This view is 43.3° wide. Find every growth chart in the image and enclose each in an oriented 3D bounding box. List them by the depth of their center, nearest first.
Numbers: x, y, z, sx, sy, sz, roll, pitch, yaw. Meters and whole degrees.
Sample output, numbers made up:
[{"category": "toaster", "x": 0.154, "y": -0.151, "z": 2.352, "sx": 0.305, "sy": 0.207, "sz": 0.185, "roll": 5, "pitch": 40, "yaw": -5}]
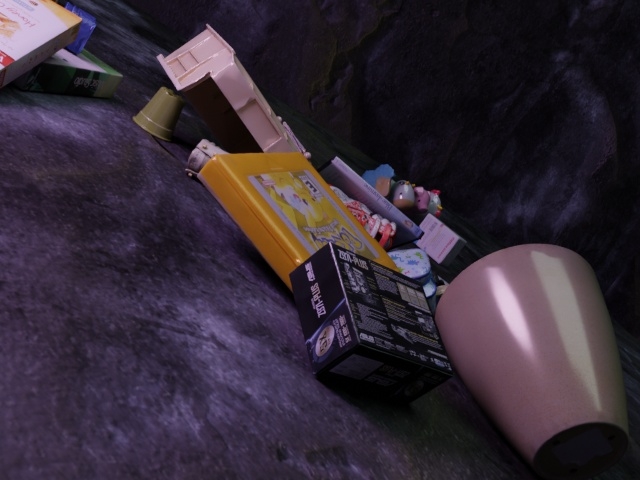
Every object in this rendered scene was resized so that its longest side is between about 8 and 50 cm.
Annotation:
[{"category": "growth chart", "x": -0.052, "y": -0.153, "z": 1.682, "sx": 0.021, "sy": 0.172, "sz": 0.237, "roll": -14, "pitch": 34, "yaw": -13}]

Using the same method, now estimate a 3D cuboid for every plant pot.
[{"category": "plant pot", "x": 0.317, "y": 0.187, "z": 1.137, "sx": 0.256, "sy": 0.256, "sz": 0.274, "roll": 28, "pitch": 29, "yaw": -26}, {"category": "plant pot", "x": -0.291, "y": -0.238, "z": 1.495, "sx": 0.083, "sy": 0.079, "sz": 0.083, "roll": 33, "pitch": 12, "yaw": -8}]

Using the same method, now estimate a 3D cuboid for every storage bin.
[{"category": "storage bin", "x": -0.167, "y": -0.246, "z": 1.536, "sx": 0.262, "sy": 0.123, "sz": 0.260, "roll": 55, "pitch": -1, "yaw": -32}]

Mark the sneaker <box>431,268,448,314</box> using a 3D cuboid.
[{"category": "sneaker", "x": 0.166, "y": 0.077, "z": 1.462, "sx": 0.152, "sy": 0.085, "sz": 0.058, "roll": 28, "pitch": 13, "yaw": -24}]

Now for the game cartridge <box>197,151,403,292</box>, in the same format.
[{"category": "game cartridge", "x": 0.000, "y": 0.000, "z": 1.197, "sx": 0.324, "sy": 0.053, "sz": 0.285, "roll": 48, "pitch": 22, "yaw": 11}]

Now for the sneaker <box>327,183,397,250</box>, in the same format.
[{"category": "sneaker", "x": 0.067, "y": -0.035, "z": 1.614, "sx": 0.145, "sy": 0.090, "sz": 0.270, "roll": 32, "pitch": 7, "yaw": 21}]

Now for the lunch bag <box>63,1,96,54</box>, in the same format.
[{"category": "lunch bag", "x": -0.434, "y": -0.373, "z": 1.403, "sx": 0.065, "sy": 0.067, "sz": 0.098, "roll": 30, "pitch": 11, "yaw": -25}]

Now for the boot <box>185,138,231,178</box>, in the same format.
[{"category": "boot", "x": -0.146, "y": -0.098, "z": 1.345, "sx": 0.165, "sy": 0.077, "sz": 0.213, "roll": 30, "pitch": 12, "yaw": -10}]

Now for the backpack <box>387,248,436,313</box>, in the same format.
[{"category": "backpack", "x": 0.143, "y": 0.072, "z": 1.358, "sx": 0.105, "sy": 0.084, "sz": 0.114, "roll": -7, "pitch": 41, "yaw": -6}]

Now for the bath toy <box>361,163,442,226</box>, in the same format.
[{"category": "bath toy", "x": 0.264, "y": -0.128, "z": 2.430, "sx": 0.348, "sy": 0.129, "sz": 0.151, "roll": 21, "pitch": 17, "yaw": -49}]

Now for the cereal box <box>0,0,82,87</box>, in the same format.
[{"category": "cereal box", "x": -0.478, "y": -0.313, "z": 1.165, "sx": 0.173, "sy": 0.047, "sz": 0.240, "roll": 31, "pitch": 33, "yaw": -5}]

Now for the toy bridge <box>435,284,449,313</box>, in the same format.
[{"category": "toy bridge", "x": 0.230, "y": 0.112, "z": 1.449, "sx": 0.188, "sy": 0.063, "sz": 0.026, "roll": 10, "pitch": 32, "yaw": -31}]

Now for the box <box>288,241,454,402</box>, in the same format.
[{"category": "box", "x": 0.062, "y": 0.103, "z": 0.988, "sx": 0.180, "sy": 0.077, "sz": 0.147, "roll": 23, "pitch": 39, "yaw": -41}]

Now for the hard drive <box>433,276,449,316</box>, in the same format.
[{"category": "hard drive", "x": 0.289, "y": 0.154, "z": 1.596, "sx": 0.307, "sy": 0.040, "sz": 0.203, "roll": 38, "pitch": 12, "yaw": 19}]

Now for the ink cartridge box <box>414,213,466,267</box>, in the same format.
[{"category": "ink cartridge box", "x": 0.314, "y": 0.000, "z": 2.149, "sx": 0.052, "sy": 0.088, "sz": 0.122, "roll": 24, "pitch": 16, "yaw": -50}]

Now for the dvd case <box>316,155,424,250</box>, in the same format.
[{"category": "dvd case", "x": 0.093, "y": -0.075, "z": 1.755, "sx": 0.253, "sy": 0.022, "sz": 0.180, "roll": 40, "pitch": -18, "yaw": -8}]

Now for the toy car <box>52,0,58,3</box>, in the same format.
[{"category": "toy car", "x": -0.594, "y": -0.481, "z": 1.500, "sx": 0.149, "sy": 0.155, "sz": 0.188, "roll": 36, "pitch": 22, "yaw": 7}]

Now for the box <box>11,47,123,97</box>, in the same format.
[{"category": "box", "x": -0.500, "y": -0.330, "z": 1.364, "sx": 0.232, "sy": 0.058, "sz": 0.322, "roll": 35, "pitch": 13, "yaw": 4}]
